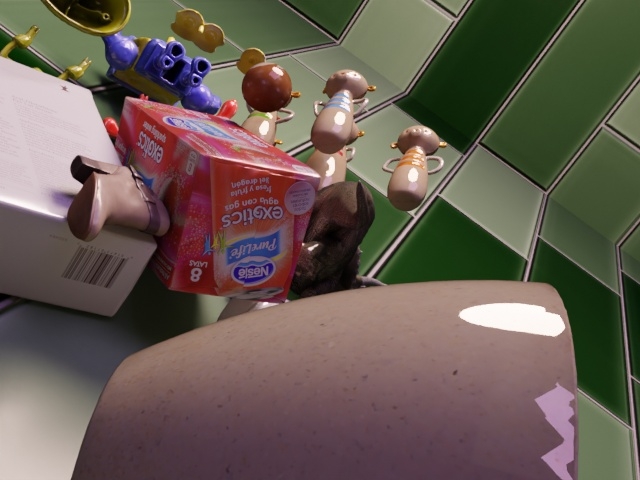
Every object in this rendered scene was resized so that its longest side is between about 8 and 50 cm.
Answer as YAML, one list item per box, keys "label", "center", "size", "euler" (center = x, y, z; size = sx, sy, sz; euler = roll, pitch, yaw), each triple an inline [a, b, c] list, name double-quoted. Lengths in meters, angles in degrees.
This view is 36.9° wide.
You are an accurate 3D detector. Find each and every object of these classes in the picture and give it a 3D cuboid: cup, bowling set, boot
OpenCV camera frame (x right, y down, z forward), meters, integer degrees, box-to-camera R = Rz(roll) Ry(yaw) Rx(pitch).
- label: "cup"
  center: [-0.012, 0.169, 0.555]
  size: [0.237, 0.331, 0.331]
  euler: [9, 21, 4]
- label: "bowling set"
  center: [-0.008, -0.143, 1.097]
  size: [0.287, 0.199, 0.154]
  euler: [0, 43, 18]
- label: "boot"
  center: [-0.164, -0.025, 0.797]
  size: [0.087, 0.042, 0.118]
  euler: [30, 27, -35]

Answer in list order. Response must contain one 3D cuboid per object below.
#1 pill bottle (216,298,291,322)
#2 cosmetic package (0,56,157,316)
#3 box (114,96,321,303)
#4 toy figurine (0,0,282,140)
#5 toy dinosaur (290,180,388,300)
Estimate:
- label: "pill bottle"
  center: [-0.031, 0.106, 0.920]
  size: [0.137, 0.078, 0.078]
  euler: [41, 21, 14]
- label: "cosmetic package"
  center: [-0.355, -0.091, 0.828]
  size: [0.377, 0.097, 0.284]
  euler: [18, 28, -37]
- label: "box"
  center: [-0.117, -0.046, 0.937]
  size: [0.123, 0.128, 0.257]
  euler: [8, 15, -29]
- label: "toy figurine"
  center: [-0.250, -0.216, 1.279]
  size: [0.363, 0.191, 0.217]
  euler: [28, -7, -25]
- label: "toy dinosaur"
  center: [0.000, 0.000, 1.022]
  size: [0.121, 0.313, 0.160]
  euler: [30, 57, 15]
